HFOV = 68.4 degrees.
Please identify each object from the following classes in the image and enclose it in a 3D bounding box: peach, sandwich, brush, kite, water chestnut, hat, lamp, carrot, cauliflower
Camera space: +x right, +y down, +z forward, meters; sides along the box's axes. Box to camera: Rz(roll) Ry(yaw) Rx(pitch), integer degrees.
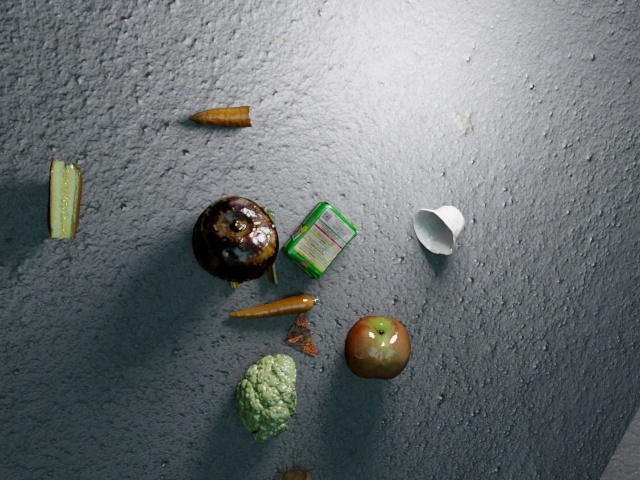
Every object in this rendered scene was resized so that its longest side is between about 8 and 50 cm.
[{"bbox_3d":[0.212,0.408,1.770,0.252,0.252,0.252,-3,102,-16],"label":"peach"},{"bbox_3d":[-0.782,-0.125,1.441,0.090,0.088,0.244,4,96,-26],"label":"sandwich"},{"bbox_3d":[-0.178,0.017,1.667,0.048,0.054,0.282,-15,106,-33],"label":"brush"},{"bbox_3d":[-0.090,0.366,1.784,0.125,0.008,0.222,-18,105,-13],"label":"kite"},{"bbox_3d":[-0.277,0.012,1.551,0.300,0.300,0.300,-3,102,-16],"label":"water chestnut"},{"bbox_3d":[0.467,-0.058,1.796,0.126,0.203,0.203,-35,109,-27],"label":"hat"},{"bbox_3d":[-0.095,1.003,1.833,0.161,0.161,0.185,-10,103,-15],"label":"lamp"},{"bbox_3d":[-0.325,-0.399,1.532,0.205,0.072,0.072,-7,102,-14],"label":"carrot"},{"bbox_3d":[-0.162,0.249,1.711,0.336,0.069,0.069,-10,103,-12],"label":"carrot"},{"bbox_3d":[-0.166,0.574,1.701,0.275,0.272,0.250,-41,141,9],"label":"cauliflower"}]

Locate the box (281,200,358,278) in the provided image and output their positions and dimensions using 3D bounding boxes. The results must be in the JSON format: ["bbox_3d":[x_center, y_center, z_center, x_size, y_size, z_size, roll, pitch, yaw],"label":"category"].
[{"bbox_3d":[0.000,0.000,1.691,0.180,0.103,0.250,42,86,-20],"label":"box"}]

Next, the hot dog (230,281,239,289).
[{"bbox_3d":[-0.303,0.134,1.668,0.037,0.021,0.083,1,100,-28],"label":"hot dog"}]
